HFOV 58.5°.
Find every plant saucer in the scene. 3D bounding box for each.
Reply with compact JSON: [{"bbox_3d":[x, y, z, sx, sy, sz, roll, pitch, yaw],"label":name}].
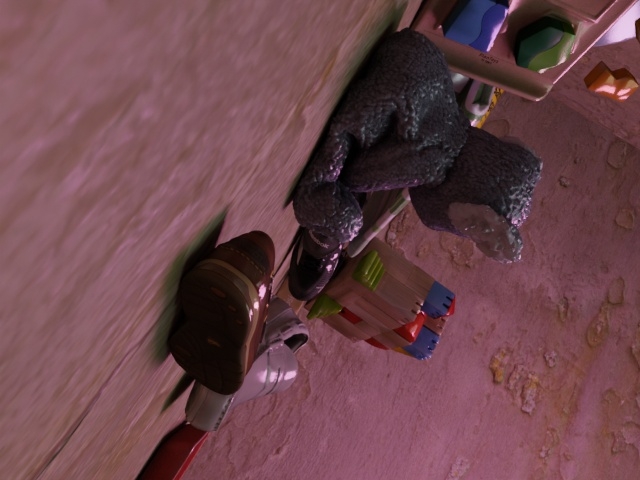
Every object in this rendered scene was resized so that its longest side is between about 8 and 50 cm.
[{"bbox_3d":[-0.269,0.405,0.904,0.259,0.047,0.259,-57,177,-10],"label":"plant saucer"}]

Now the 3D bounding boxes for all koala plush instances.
[{"bbox_3d":[0.121,-0.076,0.582,0.196,0.221,0.203,-54,176,-45],"label":"koala plush"}]

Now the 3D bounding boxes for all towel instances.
[{"bbox_3d":[0.159,-0.142,0.894,0.325,0.038,0.248,-50,-171,43],"label":"towel"}]

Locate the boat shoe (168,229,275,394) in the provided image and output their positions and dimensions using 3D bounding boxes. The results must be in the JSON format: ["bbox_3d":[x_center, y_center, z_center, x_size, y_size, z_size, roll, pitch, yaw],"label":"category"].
[{"bbox_3d":[-0.065,0.058,0.414,0.060,0.064,0.178,-53,173,-38],"label":"boat shoe"}]

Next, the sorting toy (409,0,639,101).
[{"bbox_3d":[0.280,-0.252,0.639,0.229,0.307,0.041,125,-28,-48],"label":"sorting toy"}]

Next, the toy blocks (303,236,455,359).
[{"bbox_3d":[0.136,0.143,1.174,0.191,0.260,0.381,-58,-174,-25],"label":"toy blocks"}]

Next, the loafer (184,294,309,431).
[{"bbox_3d":[-0.082,0.161,0.773,0.112,0.111,0.319,-59,177,19],"label":"loafer"}]

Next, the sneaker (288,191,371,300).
[{"bbox_3d":[0.000,0.000,0.890,0.234,0.078,0.106,-63,173,18],"label":"sneaker"}]

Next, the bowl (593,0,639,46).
[{"bbox_3d":[0.376,-0.441,0.763,0.312,0.311,0.163,-58,157,6],"label":"bowl"}]

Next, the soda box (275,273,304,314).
[{"bbox_3d":[-0.082,0.154,1.266,0.181,0.061,0.058,-59,177,20],"label":"soda box"}]

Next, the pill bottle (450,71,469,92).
[{"bbox_3d":[0.199,-0.293,0.730,0.194,0.108,0.108,-58,177,19],"label":"pill bottle"}]

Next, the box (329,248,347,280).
[{"bbox_3d":[0.002,0.032,1.145,0.062,0.083,0.052,-56,178,-20],"label":"box"}]

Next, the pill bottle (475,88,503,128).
[{"bbox_3d":[0.327,-0.373,1.301,0.334,0.187,0.188,-58,177,3],"label":"pill bottle"}]
